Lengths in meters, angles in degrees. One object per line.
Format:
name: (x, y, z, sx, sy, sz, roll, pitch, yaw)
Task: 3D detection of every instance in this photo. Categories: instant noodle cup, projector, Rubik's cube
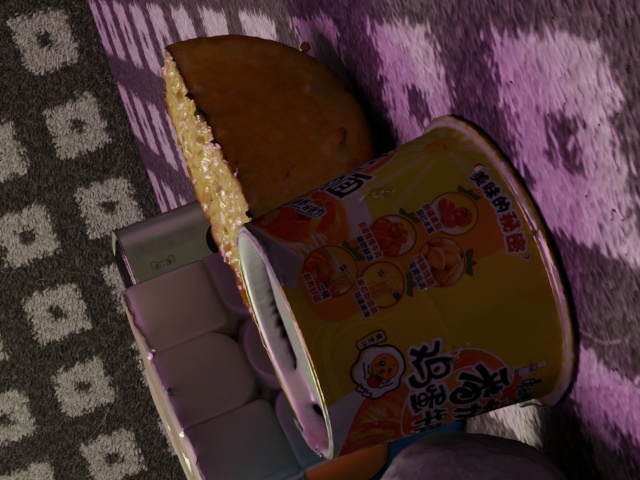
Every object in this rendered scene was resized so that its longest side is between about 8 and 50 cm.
instant noodle cup: (0.056, 0.047, 0.926, 0.264, 0.200, 0.264, 161, 90, -77)
projector: (-0.188, 0.069, 1.849, 0.248, 0.249, 0.249, 135, 114, -75)
Rubik's cube: (-0.031, 0.183, 1.295, 0.292, 0.290, 0.291, 87, 158, -56)

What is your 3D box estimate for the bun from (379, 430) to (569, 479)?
bun: (0.159, 0.318, 0.919, 0.354, 0.194, 0.355, 164, 90, -85)

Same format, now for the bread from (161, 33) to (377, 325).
bread: (-0.035, -0.080, 1.155, 0.194, 0.179, 0.340, 88, 159, -51)
